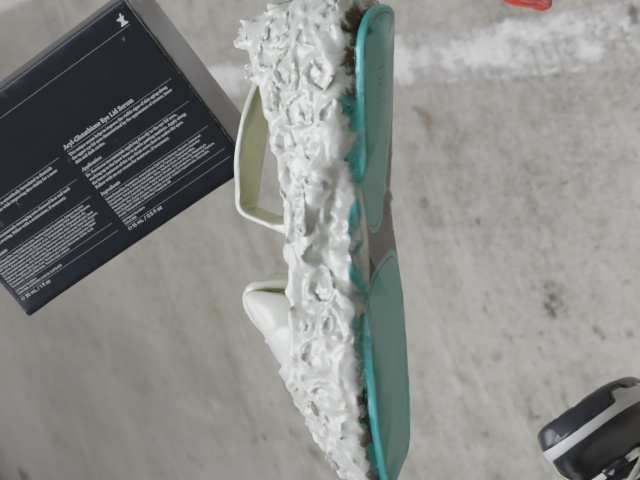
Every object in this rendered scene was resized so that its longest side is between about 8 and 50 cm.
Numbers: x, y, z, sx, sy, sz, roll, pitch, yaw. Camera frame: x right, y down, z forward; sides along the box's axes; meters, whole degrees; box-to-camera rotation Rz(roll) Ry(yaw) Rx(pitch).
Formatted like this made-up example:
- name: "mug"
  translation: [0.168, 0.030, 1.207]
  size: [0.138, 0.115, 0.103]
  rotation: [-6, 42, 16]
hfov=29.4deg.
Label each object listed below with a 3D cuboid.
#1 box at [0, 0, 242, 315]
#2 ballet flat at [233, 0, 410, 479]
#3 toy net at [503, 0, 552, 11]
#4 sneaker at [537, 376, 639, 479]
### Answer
- name: "box"
  translation: [-0.218, -0.084, 1.116]
  size: [0.184, 0.261, 0.103]
  rotation: [53, -166, -20]
- name: "ballet flat"
  translation: [0.000, 0.000, 0.980]
  size: [0.147, 0.147, 0.409]
  rotation: [-158, 64, -64]
- name: "toy net"
  translation: [0.148, -0.167, 0.598]
  size: [0.045, 0.232, 0.122]
  rotation: [154, 123, -62]
- name: "sneaker"
  translation: [0.234, 0.169, 0.849]
  size: [0.234, 0.084, 0.097]
  rotation: [33, -158, -50]
